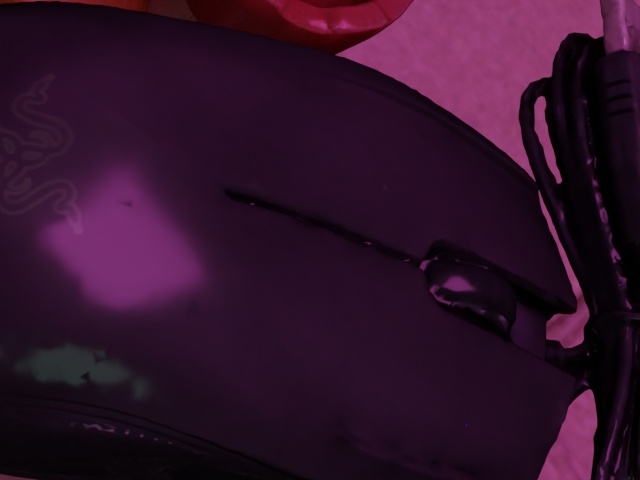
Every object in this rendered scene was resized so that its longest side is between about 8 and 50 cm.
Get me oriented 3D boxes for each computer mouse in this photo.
[{"bbox_3d":[0.000,0.000,0.462,0.272,0.072,0.188,9,69,-24],"label":"computer mouse"}]

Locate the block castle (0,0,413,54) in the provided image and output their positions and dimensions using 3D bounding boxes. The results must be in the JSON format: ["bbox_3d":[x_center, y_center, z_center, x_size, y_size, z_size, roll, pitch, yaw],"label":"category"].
[{"bbox_3d":[-0.123,0.050,0.545,0.303,0.213,0.453,15,65,-23],"label":"block castle"}]
